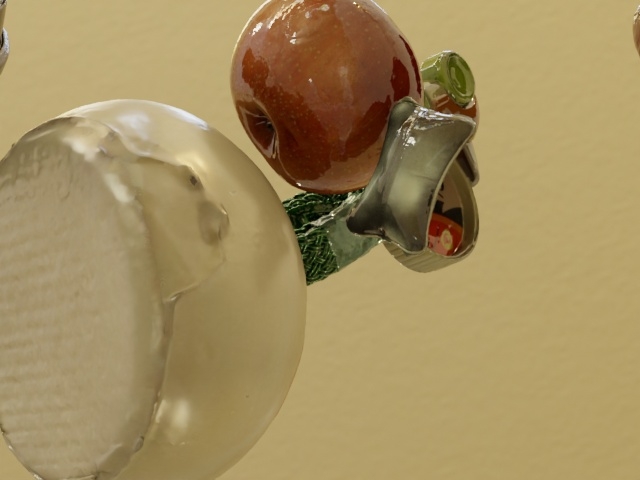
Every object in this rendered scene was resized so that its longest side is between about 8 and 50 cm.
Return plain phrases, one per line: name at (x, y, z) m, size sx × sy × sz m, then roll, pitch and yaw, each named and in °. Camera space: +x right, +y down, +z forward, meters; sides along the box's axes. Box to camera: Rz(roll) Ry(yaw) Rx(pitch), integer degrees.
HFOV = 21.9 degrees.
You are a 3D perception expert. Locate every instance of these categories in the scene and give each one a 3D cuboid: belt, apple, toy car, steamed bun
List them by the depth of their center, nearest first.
steamed bun at (-0.154, 0.054, 1.519) m, size 0.374 × 0.241 × 0.374 m, roll 3°, pitch -86°, yaw 49°
apple at (0.001, -0.140, 1.571) m, size 0.201 × 0.162 × 0.201 m, roll 42°, pitch -19°, yaw 18°
belt at (0.000, 0.000, 1.707) m, size 0.079 × 0.151 × 0.121 m, roll 62°, pitch 6°, yaw -22°
toy car at (0.102, -0.074, 1.813) m, size 0.235 × 0.145 × 0.235 m, roll 24°, pitch 56°, yaw -42°

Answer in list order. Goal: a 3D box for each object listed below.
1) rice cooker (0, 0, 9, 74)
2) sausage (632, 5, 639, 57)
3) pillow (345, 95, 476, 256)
rice cooker at (-0.435, -0.184, 1.588) m, size 0.224 × 0.267 × 0.267 m, roll -62°, pitch -161°, yaw 20°
sausage at (0.454, -0.189, 1.827) m, size 0.083 × 0.300 × 0.089 m, roll -33°, pitch -128°, yaw 48°
pillow at (0.079, -0.057, 1.465) m, size 0.091 × 0.055 × 0.136 m, roll 21°, pitch -90°, yaw 65°
